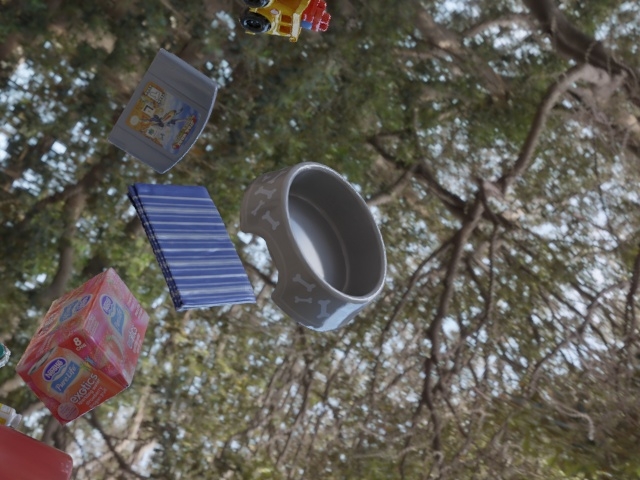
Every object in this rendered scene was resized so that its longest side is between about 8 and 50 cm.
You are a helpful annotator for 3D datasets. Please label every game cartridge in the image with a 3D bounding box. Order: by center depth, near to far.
[{"bbox_3d":[-0.400,-0.322,2.113,0.297,0.198,0.062,-52,-170,26],"label":"game cartridge"}]

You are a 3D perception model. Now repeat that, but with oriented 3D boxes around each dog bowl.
[{"bbox_3d":[0.000,0.000,1.625,0.102,0.348,0.349,-29,-131,33],"label":"dog bowl"}]

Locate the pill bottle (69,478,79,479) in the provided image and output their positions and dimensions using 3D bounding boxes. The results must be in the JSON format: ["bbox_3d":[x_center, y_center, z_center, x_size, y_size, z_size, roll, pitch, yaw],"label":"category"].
[{"bbox_3d":[-0.591,0.622,1.783,0.204,0.361,0.204,-7,-112,18],"label":"pill bottle"}]

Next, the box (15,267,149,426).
[{"bbox_3d":[-0.441,0.191,1.557,0.154,0.142,0.300,-30,-161,7],"label":"box"}]

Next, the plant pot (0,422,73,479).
[{"bbox_3d":[-0.589,0.407,1.342,0.275,0.243,0.275,-44,-164,17],"label":"plant pot"}]

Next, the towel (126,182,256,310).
[{"bbox_3d":[-0.301,0.009,1.904,0.040,0.243,0.336,-40,-114,34],"label":"towel"}]

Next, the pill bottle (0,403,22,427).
[{"bbox_3d":[-0.696,0.379,1.778,0.043,0.083,0.043,-53,-161,27],"label":"pill bottle"}]

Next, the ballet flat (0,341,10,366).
[{"bbox_3d":[-0.943,0.334,2.160,0.077,0.240,0.091,107,-32,-56],"label":"ballet flat"}]

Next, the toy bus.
[{"bbox_3d":[-0.074,-0.568,1.910,0.211,0.220,0.150,18,-111,1],"label":"toy bus"}]
